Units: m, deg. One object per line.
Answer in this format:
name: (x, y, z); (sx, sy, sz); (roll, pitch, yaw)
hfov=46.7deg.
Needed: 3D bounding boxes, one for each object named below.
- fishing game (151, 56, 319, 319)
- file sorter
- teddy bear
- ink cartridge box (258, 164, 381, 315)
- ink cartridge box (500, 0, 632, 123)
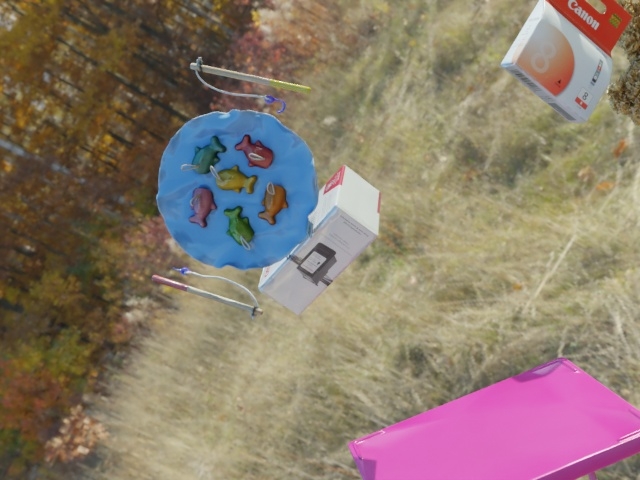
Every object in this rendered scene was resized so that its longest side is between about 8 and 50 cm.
fishing game: (-0.093, -0.052, 0.811); (0.041, 0.189, 0.264); (-41, -31, -77)
file sorter: (0.213, 0.295, 0.838); (0.291, 0.182, 0.202); (-21, 15, -6)
teddy bear: (0.592, -0.344, 1.253); (0.113, 0.245, 0.337); (180, 90, -77)
ink cartridge box: (0.000, 0.000, 0.881); (0.150, 0.063, 0.109); (-47, 16, 28)
ink cartridge box: (0.351, -0.274, 1.017); (0.179, 0.145, 0.045); (-58, 21, 0)
